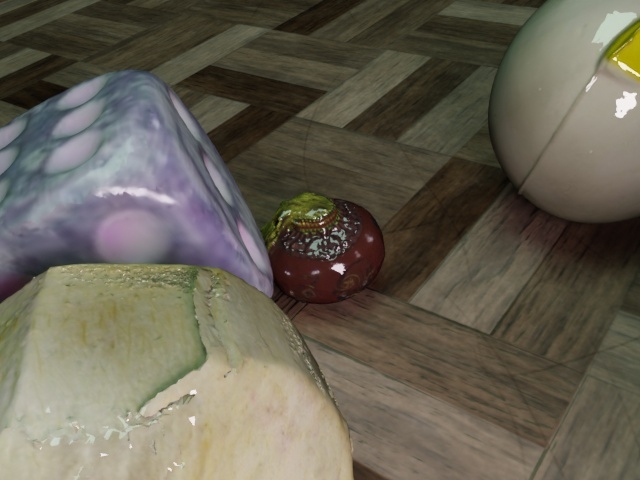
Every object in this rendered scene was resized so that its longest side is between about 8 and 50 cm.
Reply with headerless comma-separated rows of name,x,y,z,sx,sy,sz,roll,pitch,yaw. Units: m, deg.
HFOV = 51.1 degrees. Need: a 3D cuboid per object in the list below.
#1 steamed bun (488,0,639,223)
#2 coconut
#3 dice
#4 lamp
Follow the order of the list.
steamed bun,0.389,-0.192,0.869,0.334,0.334,0.374,22,50,33
coconut,-0.142,0.180,0.506,0.352,0.353,0.352,-5,38,4
dice,-0.227,-0.003,0.736,0.270,0.271,0.270,-28,37,3
lamp,0.002,0.003,0.844,0.157,0.135,0.156,-22,40,-20
